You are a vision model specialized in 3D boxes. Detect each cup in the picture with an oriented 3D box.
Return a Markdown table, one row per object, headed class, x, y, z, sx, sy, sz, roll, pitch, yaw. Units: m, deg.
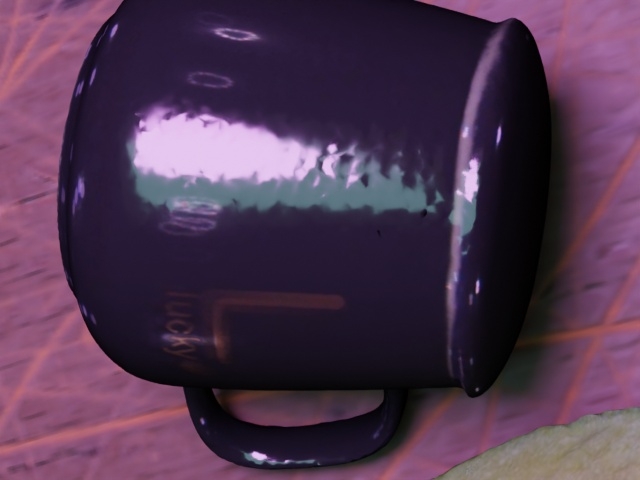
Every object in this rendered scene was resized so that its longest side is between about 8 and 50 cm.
| class | x | y | z | sx | sy | sz | roll | pitch | yaw |
| --- | --- | --- | --- | --- | --- | --- | --- | --- | --- |
| cup | 0.000 | 0.000 | 0.737 | 0.176 | 0.169 | 0.223 | 5 | 124 | 10 |

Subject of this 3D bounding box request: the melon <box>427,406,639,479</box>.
| class | x | y | z | sx | sy | sz | roll | pitch | yaw |
| --- | --- | --- | --- | --- | --- | --- | --- | --- | --- |
| melon | 0.083 | 0.236 | 0.669 | 0.331 | 0.226 | 0.343 | 41 | 88 | 25 |
